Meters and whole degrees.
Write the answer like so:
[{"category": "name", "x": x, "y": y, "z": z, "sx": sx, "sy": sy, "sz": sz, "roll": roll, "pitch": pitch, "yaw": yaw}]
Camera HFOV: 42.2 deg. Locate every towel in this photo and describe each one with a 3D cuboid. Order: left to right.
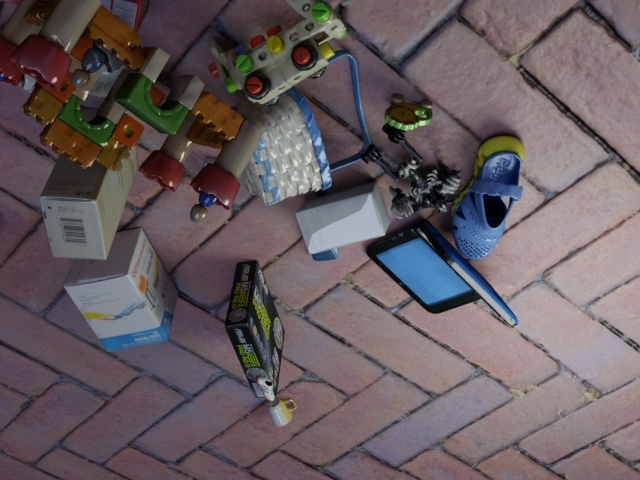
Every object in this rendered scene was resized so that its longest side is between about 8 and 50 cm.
[{"category": "towel", "x": 0.000, "y": 0.000, "z": 1.967, "sx": 0.067, "sy": 0.029, "sz": 0.120, "roll": -8, "pitch": 130, "yaw": 11}]

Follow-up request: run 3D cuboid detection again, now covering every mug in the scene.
[{"category": "mug", "x": -0.117, "y": 0.485, "z": 2.391, "sx": 0.062, "sy": 0.078, "sz": 0.064, "roll": 7, "pitch": 131, "yaw": 43}]

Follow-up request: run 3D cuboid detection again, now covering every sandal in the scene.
[{"category": "sandal", "x": 0.364, "y": -0.069, "z": 1.816, "sx": 0.126, "sy": 0.138, "sz": 0.318, "roll": 5, "pitch": 134, "yaw": -2}]

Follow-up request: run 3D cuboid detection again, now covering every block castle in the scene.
[{"category": "block castle", "x": -0.359, "y": -0.224, "z": 1.456, "sx": 0.453, "sy": 0.213, "sz": 0.303, "roll": 36, "pitch": 169, "yaw": -38}]

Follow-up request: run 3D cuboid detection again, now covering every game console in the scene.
[{"category": "game console", "x": 0.281, "y": 0.107, "z": 1.942, "sx": 0.173, "sy": 0.250, "sz": 0.293, "roll": -43, "pitch": 119, "yaw": 10}]

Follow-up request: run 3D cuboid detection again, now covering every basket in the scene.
[{"category": "basket", "x": -0.039, "y": -0.226, "z": 1.678, "sx": 0.288, "sy": 0.201, "sz": 0.255, "roll": -24, "pitch": 129, "yaw": -13}]

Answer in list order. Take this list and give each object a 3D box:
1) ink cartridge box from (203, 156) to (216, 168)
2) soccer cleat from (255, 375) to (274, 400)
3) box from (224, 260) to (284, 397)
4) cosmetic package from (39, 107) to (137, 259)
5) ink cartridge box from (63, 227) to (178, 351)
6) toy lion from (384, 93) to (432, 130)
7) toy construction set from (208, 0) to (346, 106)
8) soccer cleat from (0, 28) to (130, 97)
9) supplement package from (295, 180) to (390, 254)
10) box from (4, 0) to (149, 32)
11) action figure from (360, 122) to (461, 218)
[{"category": "ink cartridge box", "x": -0.242, "y": -0.142, "z": 1.856, "sx": 0.048, "sy": 0.028, "sz": 0.083, "roll": 15, "pitch": 130, "yaw": -9}, {"category": "soccer cleat", "x": -0.126, "y": 0.356, "z": 2.001, "sx": 0.035, "sy": 0.029, "sz": 0.083, "roll": -14, "pitch": 125, "yaw": 22}, {"category": "box", "x": -0.157, "y": 0.220, "z": 2.046, "sx": 0.060, "sy": 0.216, "sz": 0.270, "roll": -7, "pitch": 130, "yaw": 11}, {"category": "cosmetic package", "x": -0.467, "y": -0.121, "z": 1.703, "sx": 0.113, "sy": 0.310, "sz": 0.160, "roll": 4, "pitch": 132, "yaw": 1}, {"category": "ink cartridge box", "x": -0.474, "y": 0.118, "z": 2.004, "sx": 0.168, "sy": 0.171, "sz": 0.233, "roll": -11, "pitch": 130, "yaw": 13}, {"category": "toy lion", "x": 0.179, "y": -0.255, "z": 1.688, "sx": 0.100, "sy": 0.096, "sz": 0.034, "roll": 9, "pitch": 131, "yaw": -5}, {"category": "toy construction set", "x": -0.087, "y": -0.376, "z": 1.536, "sx": 0.327, "sy": 0.215, "sz": 0.151, "roll": -33, "pitch": 166, "yaw": 28}, {"category": "soccer cleat", "x": -0.505, "y": -0.325, "z": 1.635, "sx": 0.331, "sy": 0.143, "sz": 0.116, "roll": 11, "pitch": 131, "yaw": -6}, {"category": "supplement package", "x": 0.052, "y": -0.051, "z": 1.849, "sx": 0.179, "sy": 0.105, "sz": 0.105, "roll": -15, "pitch": 104, "yaw": 17}, {"category": "box", "x": -0.440, "y": -0.482, "z": 1.506, "sx": 0.256, "sy": 0.123, "sz": 0.128, "roll": 14, "pitch": 132, "yaw": -9}, {"category": "action figure", "x": 0.208, "y": -0.121, "z": 1.768, "sx": 0.164, "sy": 0.141, "sz": 0.275, "roll": -38, "pitch": 127, "yaw": 19}]
